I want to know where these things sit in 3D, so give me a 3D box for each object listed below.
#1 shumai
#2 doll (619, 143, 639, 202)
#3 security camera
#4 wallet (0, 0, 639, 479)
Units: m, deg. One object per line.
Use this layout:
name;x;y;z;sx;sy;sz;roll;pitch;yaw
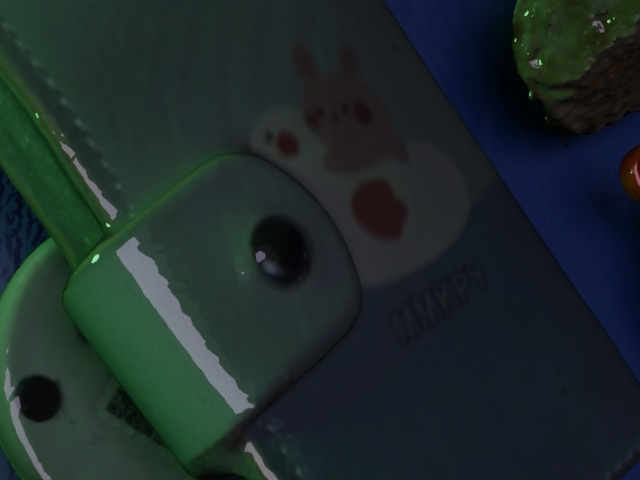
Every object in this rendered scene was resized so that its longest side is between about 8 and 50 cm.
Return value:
shumai;0.141;-0.134;0.716;0.146;0.145;0.116;-27;64;-19
doll;0.300;0.032;0.727;0.337;0.105;0.199;28;73;-10
security camera;-0.110;0.124;0.609;0.157;0.080;0.301;34;61;-16
wallet;0.000;0.000;0.633;0.252;0.083;0.360;-33;88;-43
